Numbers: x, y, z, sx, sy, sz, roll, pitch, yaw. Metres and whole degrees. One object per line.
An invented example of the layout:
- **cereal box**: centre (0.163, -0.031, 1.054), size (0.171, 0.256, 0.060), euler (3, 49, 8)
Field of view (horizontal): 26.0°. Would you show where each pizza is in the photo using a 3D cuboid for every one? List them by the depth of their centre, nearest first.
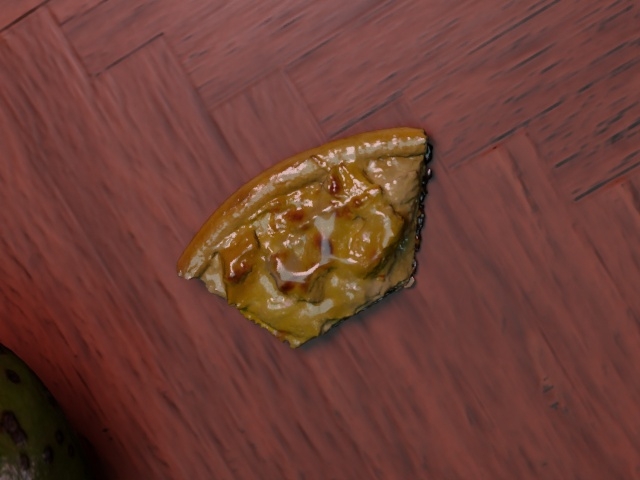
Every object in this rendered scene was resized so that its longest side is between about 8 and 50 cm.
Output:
- **pizza**: centre (0.000, 0.000, 0.771), size (0.160, 0.036, 0.099), euler (-28, 93, 11)

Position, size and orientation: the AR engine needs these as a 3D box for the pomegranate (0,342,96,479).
- **pomegranate**: centre (-0.247, 0.164, 0.720), size (0.254, 0.270, 0.254), euler (5, 128, 6)
